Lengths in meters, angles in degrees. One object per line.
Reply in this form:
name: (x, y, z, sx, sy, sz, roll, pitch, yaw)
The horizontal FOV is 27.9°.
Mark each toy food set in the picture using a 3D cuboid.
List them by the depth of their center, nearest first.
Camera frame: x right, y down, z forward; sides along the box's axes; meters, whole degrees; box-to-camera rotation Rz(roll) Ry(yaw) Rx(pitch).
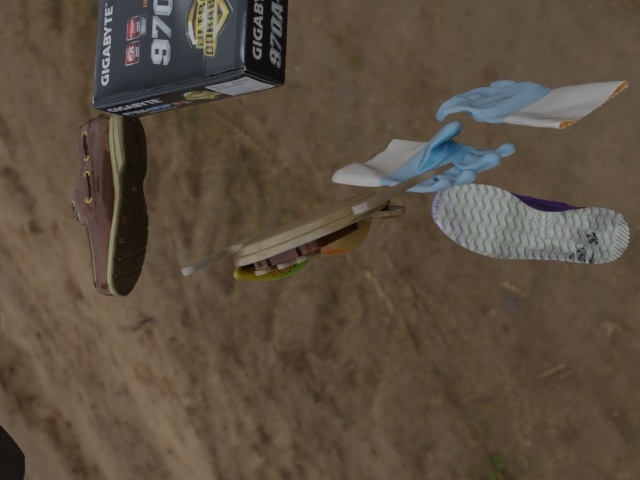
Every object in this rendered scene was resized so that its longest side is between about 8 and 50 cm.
toy food set: (0.000, 0.000, 0.947, 0.192, 0.132, 0.039, -19, 95, 39)

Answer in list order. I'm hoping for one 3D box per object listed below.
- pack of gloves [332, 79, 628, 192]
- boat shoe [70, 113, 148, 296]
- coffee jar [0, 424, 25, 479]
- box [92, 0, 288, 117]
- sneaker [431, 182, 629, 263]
pack of gloves: (0.131, -0.112, 1.172, 0.046, 0.195, 0.232, 62, 160, -18)
boat shoe: (-0.196, -0.032, 1.183, 0.064, 0.060, 0.178, 41, -136, -66)
coffee jar: (-0.332, 0.214, 1.073, 0.184, 0.096, 0.079, -26, 107, 33)
box: (-0.104, -0.220, 1.039, 0.175, 0.051, 0.220, -6, 78, 40)
sneaker: (0.297, -0.018, 1.924, 0.146, 0.293, 0.102, -166, 87, -82)
